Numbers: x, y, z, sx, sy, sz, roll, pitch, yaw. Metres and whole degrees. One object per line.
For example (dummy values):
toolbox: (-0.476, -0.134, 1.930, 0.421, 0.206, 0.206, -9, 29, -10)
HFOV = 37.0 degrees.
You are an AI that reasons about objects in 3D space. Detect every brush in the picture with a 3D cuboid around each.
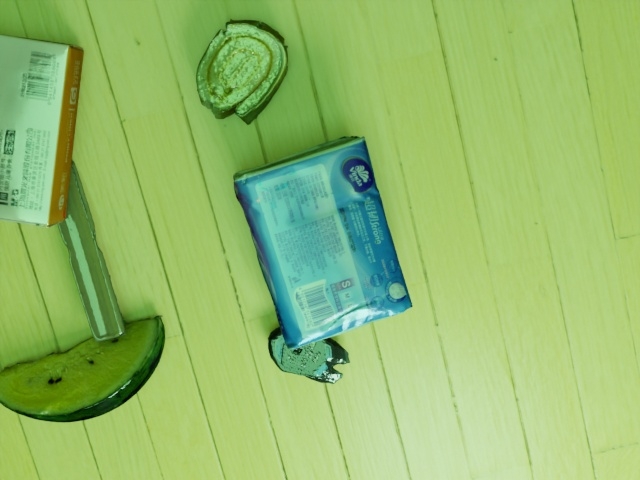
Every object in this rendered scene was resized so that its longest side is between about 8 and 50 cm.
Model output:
brush: (-0.361, 0.017, 1.478, 0.054, 0.048, 0.282, -16, 95, 1)

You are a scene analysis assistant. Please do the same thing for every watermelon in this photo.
watermelon: (-0.370, 0.215, 1.501, 0.301, 0.123, 0.129, -21, 81, 3)

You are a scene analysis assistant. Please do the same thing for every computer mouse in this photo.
computer mouse: (-0.021, 0.177, 1.511, 0.135, 0.047, 0.079, 23, 89, -4)

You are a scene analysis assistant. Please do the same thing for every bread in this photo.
bread: (-0.116, -0.248, 1.404, 0.117, 0.064, 0.156, 36, 102, -3)

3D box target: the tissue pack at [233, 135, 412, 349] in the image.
tissue pack: (0.000, 0.000, 1.410, 0.198, 0.146, 0.263, -18, 99, -6)

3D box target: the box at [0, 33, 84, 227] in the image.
box: (-0.473, -0.166, 1.396, 0.220, 0.091, 0.274, 11, 97, 0)
